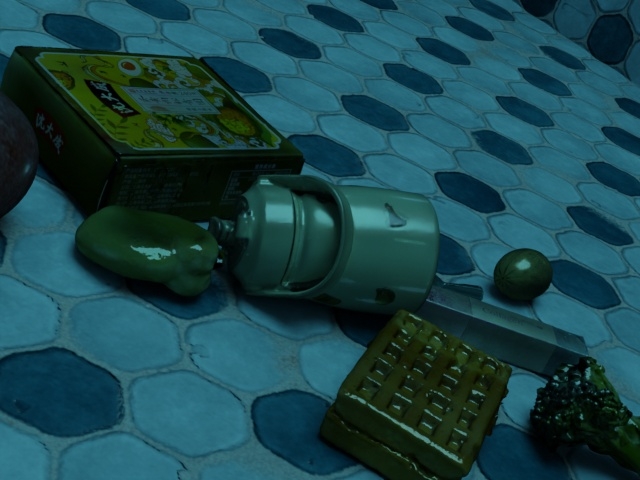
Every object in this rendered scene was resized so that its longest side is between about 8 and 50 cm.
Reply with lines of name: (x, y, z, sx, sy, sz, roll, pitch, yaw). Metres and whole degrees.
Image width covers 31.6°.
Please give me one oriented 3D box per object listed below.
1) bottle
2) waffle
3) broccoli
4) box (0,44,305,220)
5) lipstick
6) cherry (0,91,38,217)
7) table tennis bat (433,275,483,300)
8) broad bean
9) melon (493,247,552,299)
bottle: (0.000, 0.000, 1.812, 0.352, 0.229, 0.229, 9, 31, -20)
waffle: (0.150, 0.230, 1.657, 0.224, 0.098, 0.328, 31, 29, 9)
broccoli: (0.468, 0.317, 1.746, 0.304, 0.145, 0.165, 36, 18, -1)
box: (-0.295, -0.190, 1.993, 0.420, 0.138, 0.373, -4, 39, -44)
lipstick: (0.298, 0.156, 1.930, 0.317, 0.068, 0.066, 19, 29, -9)
cherry: (-0.529, -0.133, 1.627, 0.236, 0.213, 0.285, 18, 36, 5)
table tennis bat: (0.201, 0.084, 2.019, 0.201, 0.033, 0.124, 9, 33, -22)
broad bean: (-0.257, 0.008, 1.723, 0.228, 0.100, 0.169, 13, 22, -17)
melon: (0.380, 0.064, 2.125, 0.131, 0.098, 0.098, -10, 43, -40)
